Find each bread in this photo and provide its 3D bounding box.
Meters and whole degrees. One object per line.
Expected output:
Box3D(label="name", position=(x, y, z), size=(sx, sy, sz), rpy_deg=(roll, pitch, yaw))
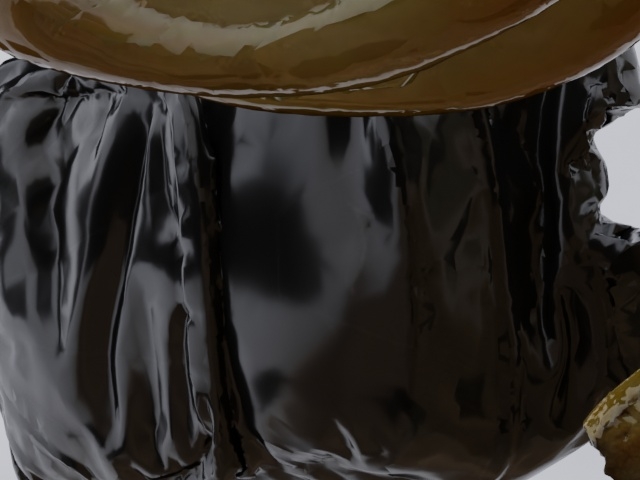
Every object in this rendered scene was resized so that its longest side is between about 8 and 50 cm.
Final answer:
Box3D(label="bread", position=(0.014, -0.145, 0.715), size=(0.315, 0.270, 0.211), rpy_deg=(-2, -59, 22))

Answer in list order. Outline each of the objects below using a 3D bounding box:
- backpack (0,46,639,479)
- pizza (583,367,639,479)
Box3D(label="backpack", position=(0.000, 0.000, 1.062), size=(0.254, 0.445, 0.363), rpy_deg=(-7, -89, -35))
Box3D(label="pizza", position=(0.161, 0.053, 0.581), size=(0.160, 0.036, 0.099), rpy_deg=(-18, -74, 5))
